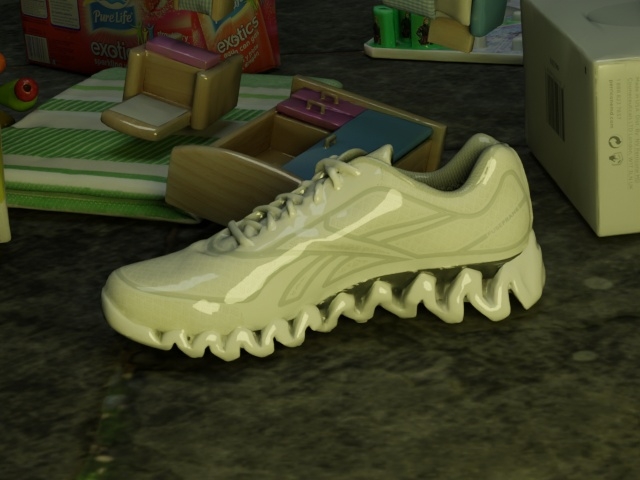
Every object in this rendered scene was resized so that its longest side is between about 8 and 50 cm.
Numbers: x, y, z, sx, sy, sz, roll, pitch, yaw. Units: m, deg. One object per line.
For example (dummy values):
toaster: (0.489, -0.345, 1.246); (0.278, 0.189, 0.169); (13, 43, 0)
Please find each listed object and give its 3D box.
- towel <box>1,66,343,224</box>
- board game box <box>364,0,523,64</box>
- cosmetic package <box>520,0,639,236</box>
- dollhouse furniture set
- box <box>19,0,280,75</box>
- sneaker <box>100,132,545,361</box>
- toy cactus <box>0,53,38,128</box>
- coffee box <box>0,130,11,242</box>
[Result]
towel: (-0.147, -0.087, 1.530); (0.247, 0.038, 0.325); (4, 21, 18)
board game box: (0.289, -0.256, 1.874); (0.389, 0.050, 0.390); (5, 22, 21)
cosmetic package: (0.287, -0.110, 1.369); (0.224, 0.138, 0.224); (-7, 21, -5)
dollhouse furniture set: (-0.029, -0.187, 1.332); (0.286, 0.303, 0.198); (20, 28, 21)
box: (-0.173, -0.234, 1.786); (0.256, 0.128, 0.122); (14, 27, 40)
sneaker: (0.000, 0.000, 1.164); (0.292, 0.118, 0.110); (-10, 23, -12)
toy cactus: (-0.356, -0.126, 1.613); (0.219, 0.112, 0.180); (-8, 2, -3)
coffee box: (-0.422, -0.200, 1.321); (0.338, 0.334, 0.338); (-8, 41, -9)
